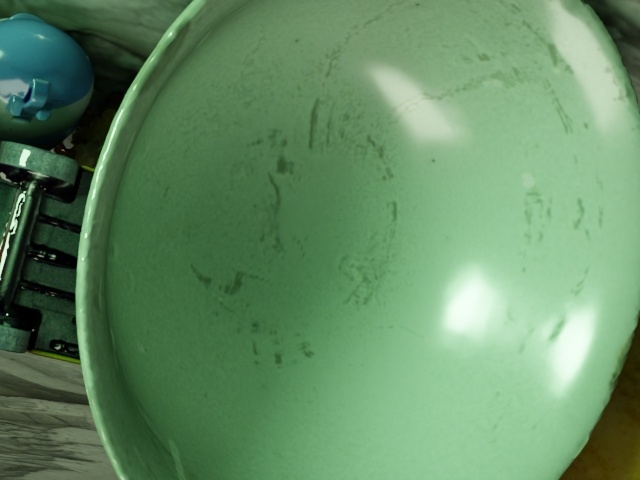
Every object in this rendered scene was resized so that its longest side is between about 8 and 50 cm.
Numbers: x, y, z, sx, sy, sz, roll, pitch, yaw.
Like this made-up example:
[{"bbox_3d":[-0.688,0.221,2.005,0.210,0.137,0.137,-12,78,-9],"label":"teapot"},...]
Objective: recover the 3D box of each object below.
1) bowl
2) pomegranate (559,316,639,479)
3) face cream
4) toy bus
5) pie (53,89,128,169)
[{"bbox_3d":[0.000,0.000,0.906,0.434,0.435,0.196,16,-178,-36],"label":"bowl"},{"bbox_3d":[0.293,0.135,1.212,0.416,0.417,0.417,2,162,1],"label":"pomegranate"},{"bbox_3d":[-0.259,-0.096,1.012,0.149,0.083,0.264,4,164,-35],"label":"face cream"},{"bbox_3d":[-0.150,0.031,1.026,0.331,0.145,0.151,19,174,-35],"label":"toy bus"},{"bbox_3d":[-0.078,-0.045,1.145,0.308,0.086,0.308,2,160,1],"label":"pie"}]
